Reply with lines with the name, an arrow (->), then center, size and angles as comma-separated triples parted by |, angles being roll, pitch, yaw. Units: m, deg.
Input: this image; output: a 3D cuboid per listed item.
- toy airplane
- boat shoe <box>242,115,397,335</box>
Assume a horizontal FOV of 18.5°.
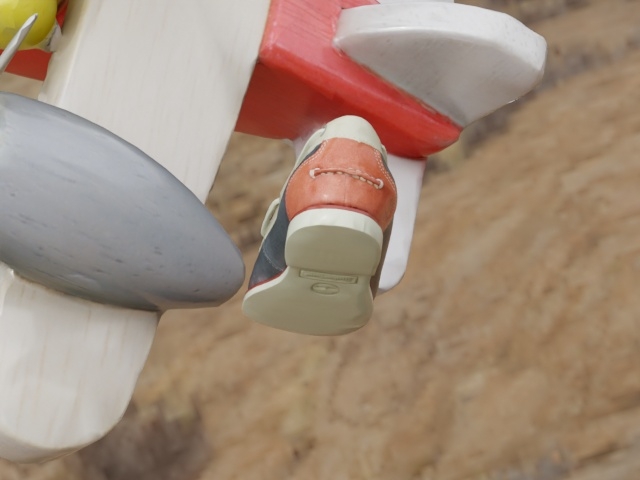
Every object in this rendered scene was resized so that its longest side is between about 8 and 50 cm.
toy airplane -> -0.074, -0.136, 0.862 | 0.384, 0.386, 0.272 | -25, -18, -29
boat shoe -> 0.000, 0.000, 0.720 | 0.049, 0.043, 0.137 | 7, -22, -5
